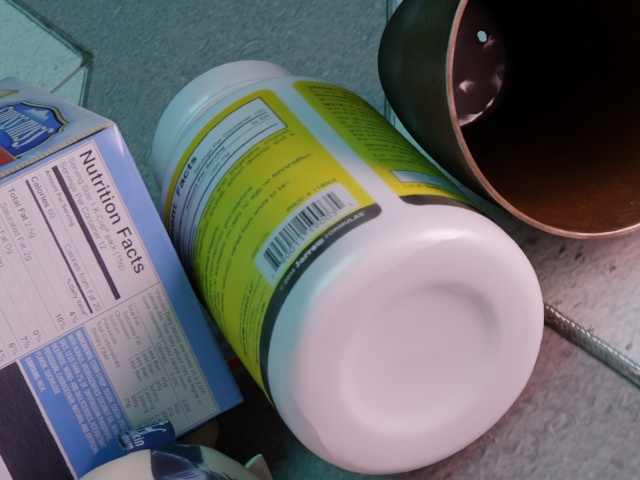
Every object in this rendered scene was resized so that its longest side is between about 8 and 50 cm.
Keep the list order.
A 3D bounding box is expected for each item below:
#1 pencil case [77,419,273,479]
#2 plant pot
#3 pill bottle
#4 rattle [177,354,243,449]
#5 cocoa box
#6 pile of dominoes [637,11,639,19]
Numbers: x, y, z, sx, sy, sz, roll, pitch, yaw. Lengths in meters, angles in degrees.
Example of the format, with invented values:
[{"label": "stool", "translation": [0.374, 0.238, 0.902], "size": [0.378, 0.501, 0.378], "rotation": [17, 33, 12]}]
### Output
[{"label": "pencil case", "translation": [-0.029, 0.266, 1.065], "size": [0.183, 0.160, 0.410], "rotation": [-38, 35, -9]}, {"label": "plant pot", "translation": [0.135, -0.121, 1.238], "size": [0.215, 0.215, 0.230], "rotation": [-54, 21, -7]}, {"label": "pill bottle", "translation": [0.000, 0.000, 1.254], "size": [0.188, 0.188, 0.334], "rotation": [-46, 36, 4]}, {"label": "rattle", "translation": [-0.145, 0.150, 1.315], "size": [0.130, 0.142, 0.200], "rotation": [-18, 50, 68]}, {"label": "cocoa box", "translation": [-0.243, 0.037, 1.328], "size": [0.228, 0.231, 0.347], "rotation": [-28, 19, -14]}, {"label": "pile of dominoes", "translation": [0.234, -0.269, 1.282], "size": [0.196, 0.040, 0.251], "rotation": [-28, 69, 33]}]
